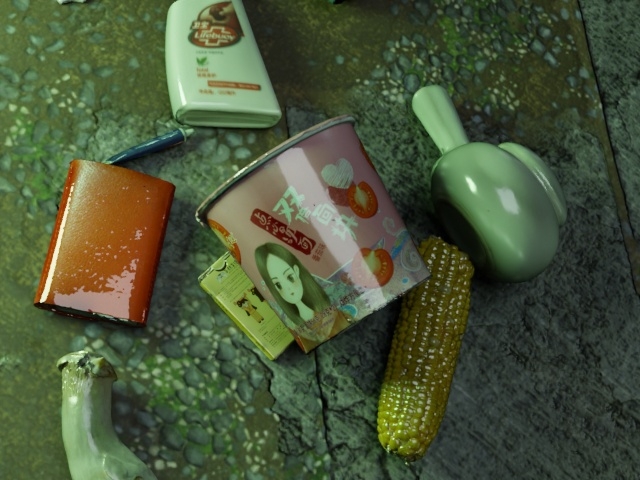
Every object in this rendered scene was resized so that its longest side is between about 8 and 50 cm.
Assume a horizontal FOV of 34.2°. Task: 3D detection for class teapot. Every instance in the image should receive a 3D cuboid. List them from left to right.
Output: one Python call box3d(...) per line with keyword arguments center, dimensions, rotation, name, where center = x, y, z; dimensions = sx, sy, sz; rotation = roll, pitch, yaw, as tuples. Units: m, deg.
box3d(center=(0.218, -0.091, 1.439), dimensions=(0.149, 0.220, 0.318), rotation=(-33, 83, -12), name="teapot")

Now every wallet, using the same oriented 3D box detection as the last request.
box3d(center=(-0.274, 0.004, 1.340), dimensions=(0.142, 0.045, 0.204), rotation=(13, 67, -10), name="wallet")

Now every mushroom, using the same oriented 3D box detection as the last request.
box3d(center=(-0.263, 0.239, 1.244), dimensions=(0.092, 0.081, 0.223), rotation=(-23, 77, -4), name="mushroom")

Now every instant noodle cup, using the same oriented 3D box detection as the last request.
box3d(center=(0.000, 0.000, 1.321), dimensions=(0.243, 0.243, 0.231), rotation=(-30, 84, -24), name="instant noodle cup")

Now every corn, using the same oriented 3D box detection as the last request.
box3d(center=(0.138, 0.146, 1.392), dimensions=(0.102, 0.102, 0.313), rotation=(19, 71, -10), name="corn")

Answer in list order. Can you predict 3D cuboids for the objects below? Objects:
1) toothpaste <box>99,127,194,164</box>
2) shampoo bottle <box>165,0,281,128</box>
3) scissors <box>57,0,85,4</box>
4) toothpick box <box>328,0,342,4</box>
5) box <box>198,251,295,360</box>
box3d(center=(-0.232, -0.126, 1.407), dimensions=(0.140, 0.037, 0.021), rotation=(-24, 105, -26), name="toothpaste")
box3d(center=(-0.147, -0.298, 1.470), dimensions=(0.153, 0.071, 0.284), rotation=(-2, 74, -19), name="shampoo bottle")
box3d(center=(-0.338, -0.417, 1.486), dimensions=(0.100, 0.015, 0.189), rotation=(34, 63, -5), name="scissors")
box3d(center=(0.003, -0.446, 1.543), dimensions=(0.120, 0.120, 0.184), rotation=(-39, 88, -25), name="toothpick box")
box3d(center=(-0.089, 0.083, 1.383), dimensions=(0.149, 0.020, 0.073), rotation=(47, 66, 2), name="box")
